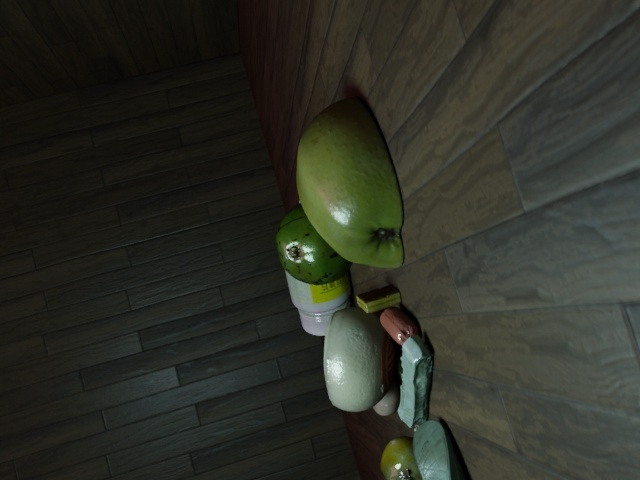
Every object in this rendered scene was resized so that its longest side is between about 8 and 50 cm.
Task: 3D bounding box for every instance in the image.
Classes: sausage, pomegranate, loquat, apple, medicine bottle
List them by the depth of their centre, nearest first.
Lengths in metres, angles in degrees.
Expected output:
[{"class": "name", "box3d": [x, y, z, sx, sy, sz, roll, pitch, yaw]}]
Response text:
[{"class": "apple", "box3d": [0.091, -0.123, 1.516, 0.320, 0.311, 0.360, 22, -145, -38]}, {"class": "sausage", "box3d": [0.186, 0.202, 1.546, 0.154, 0.062, 0.062, -134, 30, -73]}, {"class": "loquat", "box3d": [0.228, 0.594, 1.723, 0.195, 0.152, 0.152, -29, -76, -88]}, {"class": "pomegranate", "box3d": [0.000, 0.000, 1.921, 0.254, 0.270, 0.255, 19, 119, 39]}, {"class": "medicine bottle", "box3d": [-0.010, 0.118, 2.225, 0.213, 0.213, 0.379, -119, 16, -60]}]

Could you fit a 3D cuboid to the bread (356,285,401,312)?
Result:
[{"class": "bread", "box3d": [0.145, 0.144, 1.619, 0.090, 0.094, 0.035, -149, 43, -75]}]

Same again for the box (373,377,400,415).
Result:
[{"class": "box", "box3d": [0.175, 0.424, 1.955, 0.200, 0.088, 0.146, -114, 10, -45]}]

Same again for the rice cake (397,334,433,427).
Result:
[{"class": "rice cake", "box3d": [0.225, 0.339, 1.548, 0.066, 0.062, 0.336, 55, 160, 39]}]

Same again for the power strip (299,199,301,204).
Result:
[{"class": "power strip", "box3d": [-0.022, -0.039, 2.540, 0.105, 0.070, 0.257, 90, 162, -64]}]

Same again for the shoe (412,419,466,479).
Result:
[{"class": "shoe", "box3d": [0.279, 0.524, 1.453, 0.100, 0.103, 0.251, 29, -142, -32]}]

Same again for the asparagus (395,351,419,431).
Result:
[{"class": "asparagus", "box3d": [0.236, 0.414, 1.734, 0.034, 0.027, 0.236, 52, -158, -82]}]

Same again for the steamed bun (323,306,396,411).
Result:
[{"class": "steamed bun", "box3d": [0.117, 0.324, 1.782, 0.283, 0.177, 0.283, -1, -90, -76]}]
